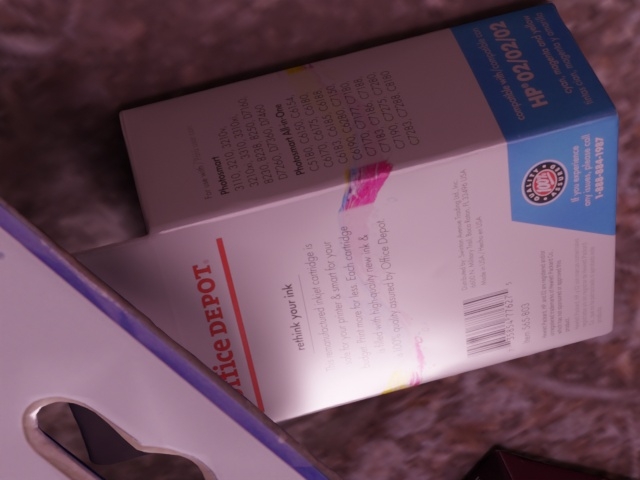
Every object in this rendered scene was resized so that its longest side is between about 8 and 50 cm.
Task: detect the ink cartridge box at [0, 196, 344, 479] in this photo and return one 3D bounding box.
[{"bbox_3d":[-0.134,0.125,0.513,0.330,0.071,0.324,-38,115,21],"label":"ink cartridge box"}]

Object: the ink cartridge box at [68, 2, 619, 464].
[{"bbox_3d":[0.000,0.000,0.508,0.181,0.061,0.104,-15,136,-5],"label":"ink cartridge box"}]

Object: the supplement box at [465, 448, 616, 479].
[{"bbox_3d":[0.074,0.189,0.699,0.104,0.080,0.188,18,124,-31],"label":"supplement box"}]
